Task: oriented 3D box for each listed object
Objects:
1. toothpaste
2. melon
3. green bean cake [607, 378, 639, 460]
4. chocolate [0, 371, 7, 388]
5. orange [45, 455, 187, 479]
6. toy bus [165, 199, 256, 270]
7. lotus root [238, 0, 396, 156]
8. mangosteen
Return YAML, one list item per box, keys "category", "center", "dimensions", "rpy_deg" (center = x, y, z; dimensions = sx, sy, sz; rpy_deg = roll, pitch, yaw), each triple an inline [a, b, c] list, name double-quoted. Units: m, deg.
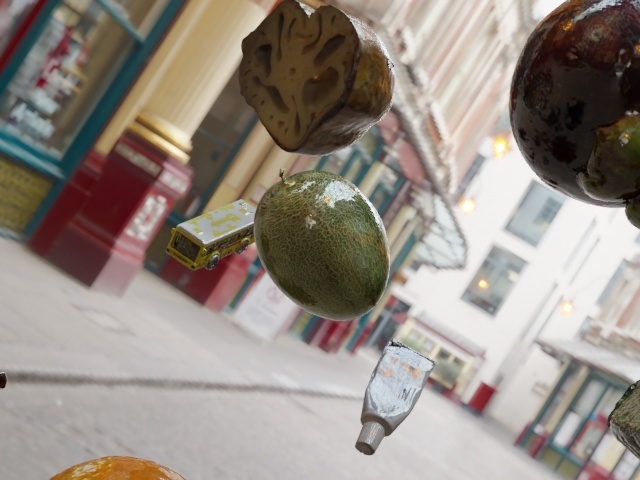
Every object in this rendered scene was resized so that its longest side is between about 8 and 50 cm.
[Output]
- category: "toothpaste"
  center: [0.139, 0.320, 2.275]
  dimensions: [0.068, 0.282, 0.099]
  rpy_deg: [-26, -67, 43]
- category: "melon"
  center: [0.000, 0.000, 1.219]
  dimensions: [0.192, 0.139, 0.139]
  rpy_deg: [58, -13, -23]
- category: "green bean cake"
  center: [0.564, 0.250, 1.716]
  dimensions: [0.125, 0.222, 0.227]
  rpy_deg: [43, -2, -5]
- category: "chocolate"
  center: [-0.487, 0.137, 1.443]
  dimensions: [0.177, 0.206, 0.224]
  rpy_deg: [22, -13, -20]
- category: "orange"
  center: [-0.289, 0.495, 1.468]
  dimensions: [0.326, 0.424, 0.424]
  rpy_deg: [-1, 9, -19]
- category: "toy bus"
  center: [-0.186, -0.008, 2.062]
  dimensions: [0.081, 0.074, 0.226]
  rpy_deg: [35, 29, 19]
- category: "lotus root"
  center: [0.021, -0.218, 1.488]
  dimensions: [0.180, 0.199, 0.188]
  rpy_deg: [4, 50, -47]
- category: "mangosteen"
  center: [0.407, -0.168, 1.427]
  dimensions: [0.306, 0.306, 0.359]
  rpy_deg: [35, 20, -32]
